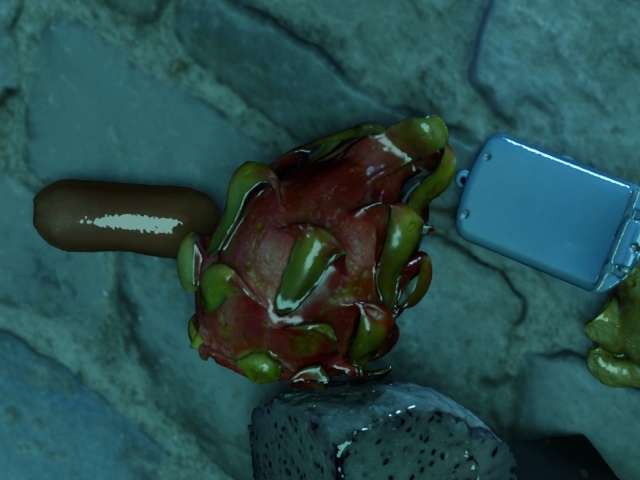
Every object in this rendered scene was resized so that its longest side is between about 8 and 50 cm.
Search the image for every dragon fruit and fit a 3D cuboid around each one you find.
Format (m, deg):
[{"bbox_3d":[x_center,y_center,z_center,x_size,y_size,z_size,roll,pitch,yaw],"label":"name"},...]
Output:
[{"bbox_3d":[0.003,0.017,1.379,0.307,0.227,0.243,-18,110,-17],"label":"dragon fruit"},{"bbox_3d":[0.060,0.259,1.429,0.203,0.221,0.283,-13,110,-28],"label":"dragon fruit"}]

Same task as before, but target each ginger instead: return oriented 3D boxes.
[{"bbox_3d":[0.361,0.059,1.441,0.157,0.102,0.216,13,108,25],"label":"ginger"}]

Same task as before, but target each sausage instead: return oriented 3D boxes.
[{"bbox_3d":[-0.202,-0.022,1.438,0.194,0.077,0.077,3,101,-1],"label":"sausage"}]

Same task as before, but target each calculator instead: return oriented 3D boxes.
[{"bbox_3d":[0.234,-0.029,1.422,0.210,0.039,0.121,23,96,20],"label":"calculator"}]

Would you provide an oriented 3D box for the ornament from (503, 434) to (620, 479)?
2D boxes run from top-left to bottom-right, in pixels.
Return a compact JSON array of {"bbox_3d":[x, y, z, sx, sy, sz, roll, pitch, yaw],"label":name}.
[{"bbox_3d":[0.231,0.329,1.481,0.166,0.153,0.196,2,132,-38],"label":"ornament"}]
